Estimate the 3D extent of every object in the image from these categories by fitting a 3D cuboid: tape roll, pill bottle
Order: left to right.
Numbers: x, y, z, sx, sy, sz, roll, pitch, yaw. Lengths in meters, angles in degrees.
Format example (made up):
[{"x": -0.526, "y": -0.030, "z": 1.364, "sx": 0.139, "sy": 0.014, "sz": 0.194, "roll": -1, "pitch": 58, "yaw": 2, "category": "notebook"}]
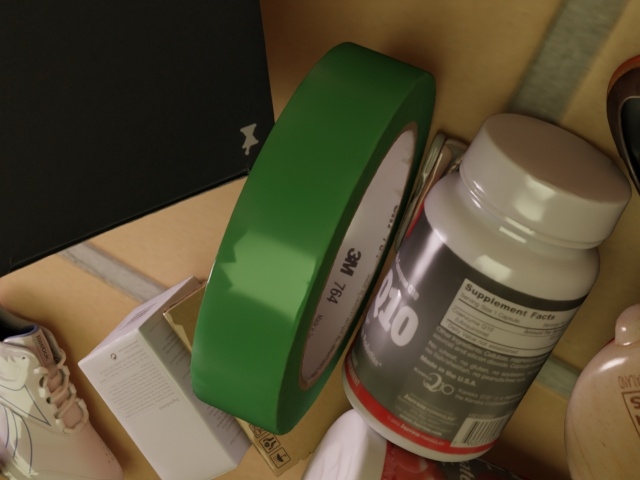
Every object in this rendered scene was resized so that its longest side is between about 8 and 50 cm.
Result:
[{"x": 0.000, "y": 0.000, "z": 0.987, "sx": 0.077, "sy": 0.321, "sz": 0.321, "roll": 22, "pitch": 119, "yaw": 10, "category": "tape roll"}, {"x": 0.138, "y": 0.295, "z": 1.123, "sx": 0.318, "sy": 0.176, "sz": 0.176, "roll": 25, "pitch": 121, "yaw": -11, "category": "pill bottle"}, {"x": 0.141, "y": 0.041, "z": 1.043, "sx": 0.161, "sy": 0.161, "sz": 0.283, "roll": 29, "pitch": 119, "yaw": 7, "category": "pill bottle"}]

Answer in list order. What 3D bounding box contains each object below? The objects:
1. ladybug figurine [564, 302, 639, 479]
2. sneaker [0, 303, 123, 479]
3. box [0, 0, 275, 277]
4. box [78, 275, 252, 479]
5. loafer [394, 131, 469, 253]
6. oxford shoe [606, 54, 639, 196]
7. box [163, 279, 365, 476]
[{"x": 0.384, "y": 0.208, "z": 0.992, "sx": 0.305, "sy": 0.162, "sz": 0.449, "roll": -18, "pitch": 117, "yaw": 42, "category": "ladybug figurine"}, {"x": -0.325, "y": 0.171, "z": 1.318, "sx": 0.297, "sy": 0.111, "sz": 0.129, "roll": 46, "pitch": 115, "yaw": -4, "category": "sneaker"}, {"x": -0.279, "y": -0.143, "z": 0.970, "sx": 0.395, "sy": 0.293, "sz": 0.212, "roll": 16, "pitch": 121, "yaw": 43, "category": "box"}, {"x": -0.139, "y": 0.147, "z": 1.217, "sx": 0.091, "sy": 0.130, "sz": 0.170, "roll": -29, "pitch": 99, "yaw": 29, "category": "box"}, {"x": 0.103, "y": -0.037, "z": 1.093, "sx": 0.039, "sy": 0.045, "sz": 0.125, "roll": 20, "pitch": 116, "yaw": 4, "category": "loafer"}, {"x": 0.311, "y": -0.020, "z": 0.985, "sx": 0.097, "sy": 0.098, "sz": 0.271, "roll": -30, "pitch": 100, "yaw": 29, "category": "oxford shoe"}, {"x": -0.032, "y": 0.106, "z": 1.174, "sx": 0.164, "sy": 0.021, "sz": 0.201, "roll": -34, "pitch": 98, "yaw": -3, "category": "box"}]
